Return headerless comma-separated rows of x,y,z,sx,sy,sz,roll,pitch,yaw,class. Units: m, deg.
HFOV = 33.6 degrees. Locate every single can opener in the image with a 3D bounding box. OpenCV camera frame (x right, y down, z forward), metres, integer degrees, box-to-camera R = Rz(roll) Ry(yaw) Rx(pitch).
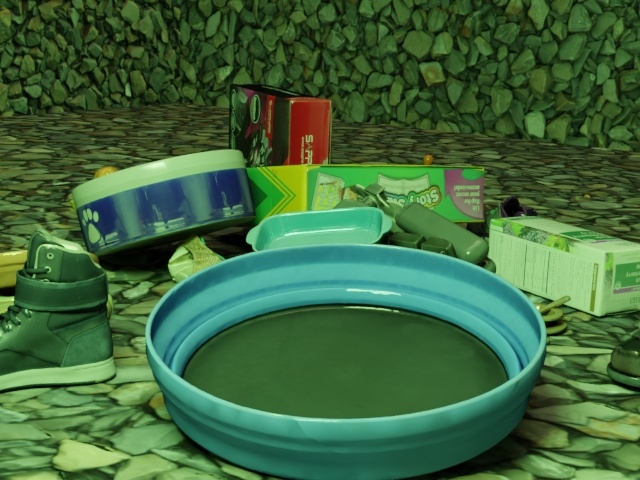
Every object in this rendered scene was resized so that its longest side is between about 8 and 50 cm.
0.121,-0.002,1.497,0.095,0.076,0.283,-38,38,-15,can opener

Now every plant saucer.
-0.372,0.052,1.309,0.199,0.037,0.200,-10,-12,-2,plant saucer

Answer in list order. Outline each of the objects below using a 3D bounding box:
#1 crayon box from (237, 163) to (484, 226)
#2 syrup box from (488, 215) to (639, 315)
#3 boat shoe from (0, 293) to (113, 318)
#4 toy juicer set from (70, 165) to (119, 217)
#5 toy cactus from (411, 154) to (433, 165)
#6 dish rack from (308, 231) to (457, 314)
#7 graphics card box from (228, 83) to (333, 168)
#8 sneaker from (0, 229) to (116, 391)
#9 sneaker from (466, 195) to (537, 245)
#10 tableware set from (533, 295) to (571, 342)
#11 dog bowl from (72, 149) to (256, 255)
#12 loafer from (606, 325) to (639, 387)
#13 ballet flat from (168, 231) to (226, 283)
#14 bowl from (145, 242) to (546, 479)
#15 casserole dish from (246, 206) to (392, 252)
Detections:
0.039,-0.076,1.792,0.362,0.106,0.313,-3,2,-35,crayon box
0.353,0.032,1.529,0.093,0.096,0.237,-5,14,-31,syrup box
-0.335,0.097,1.230,0.189,0.068,0.072,-9,26,-7,boat shoe
-0.333,-0.098,1.878,0.209,0.090,0.329,-18,11,-9,toy juicer set
0.239,-0.113,2.186,0.180,0.112,0.219,6,0,-30,toy cactus
0.037,0.065,1.339,0.208,0.074,0.271,8,32,32,dish rack
-0.088,-0.184,2.114,0.094,0.233,0.371,-3,15,-21,graphics card box
-0.327,0.073,1.093,0.226,0.164,0.086,-6,16,-25,sneaker
0.318,-0.034,1.811,0.083,0.098,0.223,-2,13,-17,sneaker
0.228,0.086,1.395,0.194,0.039,0.128,8,14,25,tableware set
-0.234,-0.054,1.606,0.264,0.104,0.265,-14,-1,0,dog bowl
0.452,0.103,1.228,0.302,0.095,0.109,-5,14,-30,loafer
-0.180,0.035,1.502,0.067,0.073,0.206,-17,14,-16,ballet flat
0.024,0.109,1.057,0.391,0.077,0.391,0,22,0,bowl
0.000,0.000,1.357,0.188,0.037,0.114,-4,27,8,casserole dish
